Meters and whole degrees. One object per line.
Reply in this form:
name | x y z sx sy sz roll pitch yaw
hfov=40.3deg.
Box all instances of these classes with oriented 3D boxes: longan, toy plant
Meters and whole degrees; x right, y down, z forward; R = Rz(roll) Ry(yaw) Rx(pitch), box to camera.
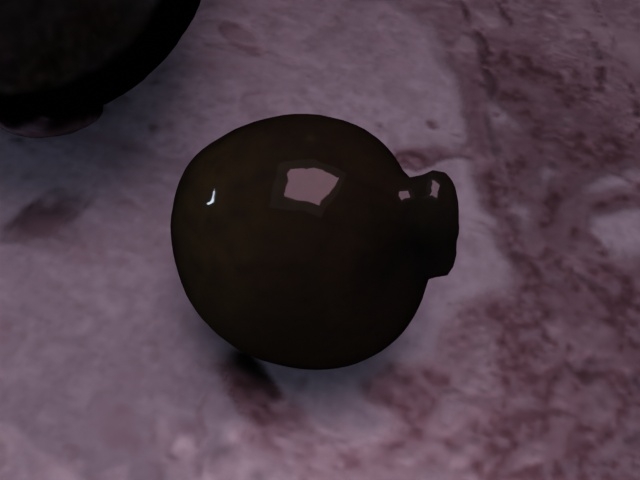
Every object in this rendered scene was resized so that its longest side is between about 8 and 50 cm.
longan | 0.000 0.000 0.347 0.119 0.106 0.106 -9 48 25
toy plant | -0.135 -0.157 0.422 0.218 0.175 0.235 -15 31 -11
